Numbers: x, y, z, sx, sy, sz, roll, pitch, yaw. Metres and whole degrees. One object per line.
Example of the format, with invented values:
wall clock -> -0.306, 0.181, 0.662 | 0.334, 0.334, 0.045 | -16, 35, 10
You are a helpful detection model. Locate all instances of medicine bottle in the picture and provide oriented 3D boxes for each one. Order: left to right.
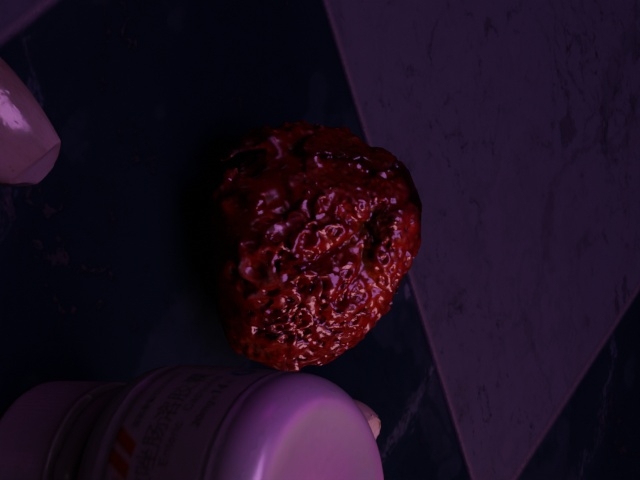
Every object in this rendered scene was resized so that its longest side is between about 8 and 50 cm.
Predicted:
medicine bottle -> -0.131, 0.241, 1.795 | 0.256, 0.324, 0.256 | -6, 97, -57

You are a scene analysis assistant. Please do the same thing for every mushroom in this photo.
mushroom -> -0.309, -0.129, 1.723 | 0.088, 0.097, 0.212 | -48, 129, -32

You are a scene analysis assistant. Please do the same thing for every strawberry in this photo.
strawberry -> 0.000, 0.000, 2.088 | 0.274, 0.220, 0.274 | 8, 81, -59

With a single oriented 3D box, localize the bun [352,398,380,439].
bun -> -0.003, 0.229, 2.205 | 0.138, 0.094, 0.138 | -45, 163, -19
